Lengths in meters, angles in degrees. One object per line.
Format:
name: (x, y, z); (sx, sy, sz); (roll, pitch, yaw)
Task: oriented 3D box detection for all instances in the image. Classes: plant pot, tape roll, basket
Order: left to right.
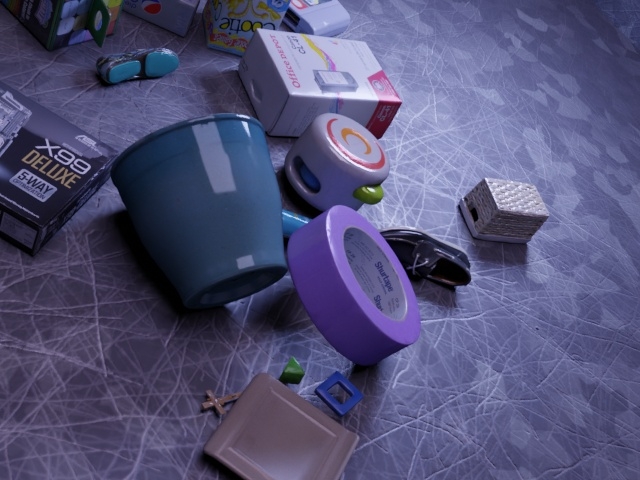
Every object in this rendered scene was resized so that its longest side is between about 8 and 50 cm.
plant pot: (-0.181, -0.032, 1.349); (0.272, 0.272, 0.255); (-10, 72, -37)
tape roll: (0.062, 0.077, 1.418); (0.275, 0.090, 0.274); (43, 28, -30)
basket: (0.423, -0.070, 1.852); (0.167, 0.103, 0.113); (6, 49, -28)

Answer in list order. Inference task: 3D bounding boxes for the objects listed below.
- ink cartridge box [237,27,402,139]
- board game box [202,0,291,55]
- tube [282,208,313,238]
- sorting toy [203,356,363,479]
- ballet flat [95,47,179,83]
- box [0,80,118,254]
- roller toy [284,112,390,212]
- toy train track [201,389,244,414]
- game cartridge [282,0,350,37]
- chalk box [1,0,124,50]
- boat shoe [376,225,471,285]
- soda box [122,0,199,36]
ink cartridge box: (-0.002, -0.351, 1.837); (0.306, 0.131, 0.226); (-2, 52, -34)
board game box: (-0.155, -0.571, 1.839); (0.142, 0.275, 0.144); (8, 48, -25)
tube: (0.003, -0.011, 1.561); (0.207, 0.052, 0.080); (16, 19, -24)
sorting toy: (-0.060, 0.317, 1.236); (0.196, 0.047, 0.347); (32, 41, 5)
ballet flat: (-0.382, -0.371, 1.676); (0.188, 0.070, 0.070); (-21, 64, -46)
box: (-0.534, -0.142, 1.352); (0.307, 0.076, 0.242); (31, 41, -2)
roller toy: (0.030, -0.152, 1.657); (0.191, 0.146, 0.209); (28, 35, -19)
toy train track: (-0.152, 0.252, 1.265); (0.083, 0.014, 0.048); (-9, 49, -44)
game cartridge: (-0.067, -0.645, 2.134); (0.294, 0.060, 0.196); (44, 39, 11)
chalk box: (-0.514, -0.519, 1.646); (0.289, 0.180, 0.179); (44, 43, 11)
boat shoe: (0.204, 0.033, 1.636); (0.233, 0.084, 0.079); (18, 43, -21)
soda box: (-0.415, -0.574, 1.821); (0.286, 0.091, 0.098); (22, 44, -12)
